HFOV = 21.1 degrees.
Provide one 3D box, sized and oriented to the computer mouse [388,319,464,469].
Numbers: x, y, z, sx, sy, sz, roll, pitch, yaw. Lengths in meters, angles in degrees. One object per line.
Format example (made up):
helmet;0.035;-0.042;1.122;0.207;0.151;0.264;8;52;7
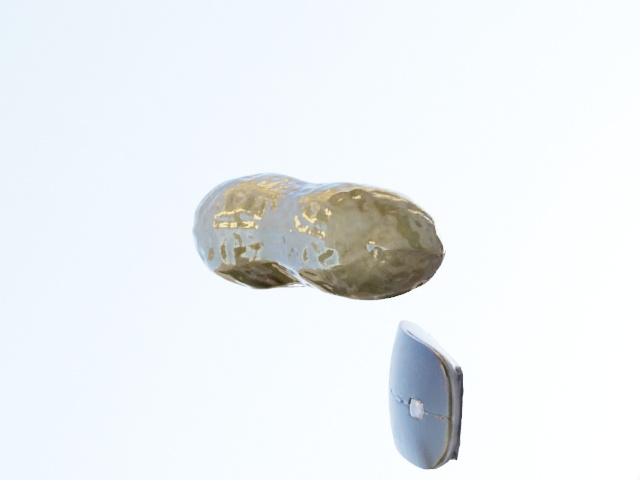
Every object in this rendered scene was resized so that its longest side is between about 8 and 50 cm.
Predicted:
computer mouse;0.099;0.152;1.728;0.245;0.056;0.125;-129;41;-79

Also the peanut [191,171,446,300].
peanut;0.000;0.000;1.555;0.125;0.275;0.111;13;-93;-47
